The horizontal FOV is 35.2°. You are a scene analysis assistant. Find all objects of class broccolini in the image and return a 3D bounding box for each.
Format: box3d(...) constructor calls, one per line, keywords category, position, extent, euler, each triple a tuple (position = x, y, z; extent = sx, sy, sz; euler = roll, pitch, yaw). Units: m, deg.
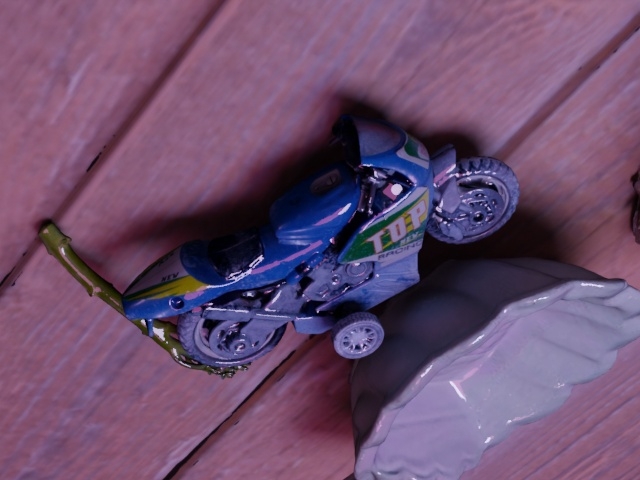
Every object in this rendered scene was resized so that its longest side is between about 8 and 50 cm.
box3d(category="broccolini", position=(-0.112, 0.049, 0.689), extent=(0.054, 0.052, 0.194), euler=(-37, 130, 15))

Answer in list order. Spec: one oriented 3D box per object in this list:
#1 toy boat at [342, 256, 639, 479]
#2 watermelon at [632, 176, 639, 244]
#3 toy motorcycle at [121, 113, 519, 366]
box3d(category="toy boat", position=(0.102, 0.094, 0.734), extent=(0.199, 0.100, 0.290), euler=(4, 135, -37))
box3d(category="watermelon", position=(0.298, -0.079, 0.620), extent=(0.224, 0.180, 0.305), euler=(-41, 145, -40))
box3d(category="toy motorcycle", position=(0.000, 0.000, 0.641), extent=(0.254, 0.092, 0.135), euler=(-29, 132, 9))
